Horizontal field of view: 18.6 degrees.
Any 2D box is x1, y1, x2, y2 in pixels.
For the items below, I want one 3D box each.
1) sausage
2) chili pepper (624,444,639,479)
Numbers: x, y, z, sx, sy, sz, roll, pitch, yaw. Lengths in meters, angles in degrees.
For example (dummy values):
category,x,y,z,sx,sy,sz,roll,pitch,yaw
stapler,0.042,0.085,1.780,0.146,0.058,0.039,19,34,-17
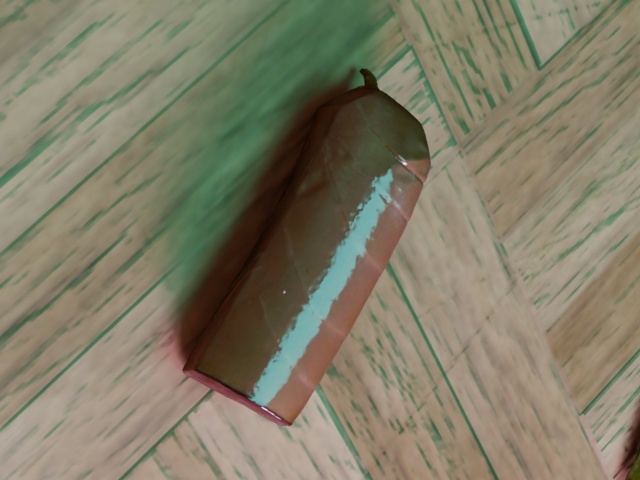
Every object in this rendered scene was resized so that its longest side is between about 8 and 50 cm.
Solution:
category,x,y,z,sx,sy,sz,roll,pitch,yaw
sausage,0.001,0.000,0.910,0.065,0.065,0.169,36,79,-42
chili pepper,0.227,0.070,1.144,0.208,0.043,0.049,-51,155,-11
